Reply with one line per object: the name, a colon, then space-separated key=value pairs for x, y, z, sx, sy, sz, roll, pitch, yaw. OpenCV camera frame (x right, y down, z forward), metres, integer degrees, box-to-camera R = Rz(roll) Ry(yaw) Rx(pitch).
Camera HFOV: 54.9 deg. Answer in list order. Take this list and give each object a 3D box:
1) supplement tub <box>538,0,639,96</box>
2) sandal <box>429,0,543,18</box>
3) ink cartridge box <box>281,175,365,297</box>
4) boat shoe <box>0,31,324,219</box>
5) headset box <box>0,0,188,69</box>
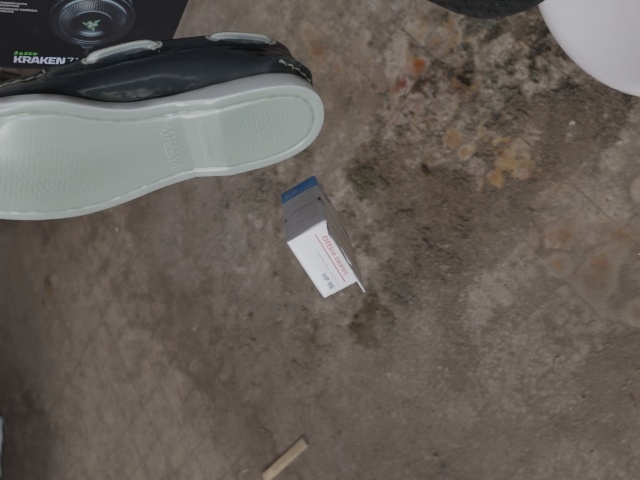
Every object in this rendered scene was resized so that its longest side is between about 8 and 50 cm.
supplement tub: x=0.377 y=-0.297 z=0.537 sx=0.235 sy=0.325 sz=0.235 roll=55 pitch=167 yaw=18
sandal: x=-0.012 y=-0.298 z=0.395 sx=0.167 sy=0.446 sz=0.107 roll=-4 pitch=67 yaw=60
ink cartridge box: x=0.000 y=0.000 z=0.834 sx=0.060 sy=0.104 sz=0.180 roll=-28 pitch=29 yaw=9
boat shoe: x=-0.152 y=-0.094 z=0.475 sx=0.114 sy=0.302 sz=0.091 roll=103 pitch=151 yaw=-48
headset box: x=-0.295 y=-0.353 z=0.773 sx=0.283 sy=0.246 sz=0.131 roll=-40 pitch=64 yaw=52
